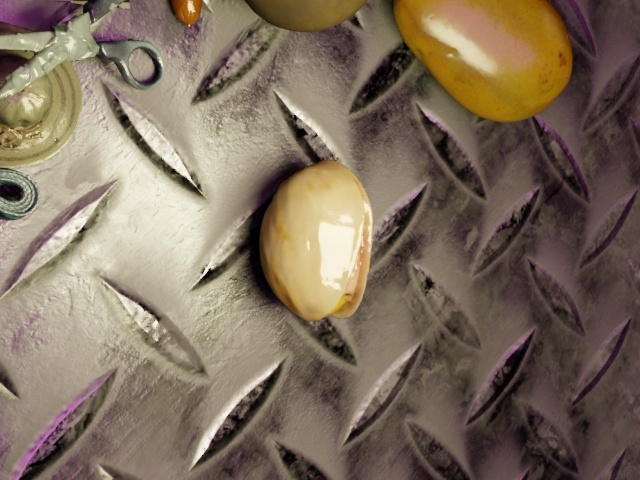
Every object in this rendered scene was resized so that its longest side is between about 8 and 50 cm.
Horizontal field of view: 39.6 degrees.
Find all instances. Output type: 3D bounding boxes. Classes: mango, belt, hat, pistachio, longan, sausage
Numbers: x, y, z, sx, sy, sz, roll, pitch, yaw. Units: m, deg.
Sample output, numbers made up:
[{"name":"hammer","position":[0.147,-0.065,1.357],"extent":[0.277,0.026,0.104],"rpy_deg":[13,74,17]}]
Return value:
[{"name":"mango","position":[0.345,-0.435,1.901],"extent":[0.446,0.232,0.300],"rpy_deg":[26,85,-23]},{"name":"belt","position":[-0.606,-0.100,1.429],"extent":[0.302,0.072,0.087],"rpy_deg":[16,83,-31]},{"name":"hat","position":[-0.499,-0.241,1.462],"extent":[0.252,0.110,0.252],"rpy_deg":[-3,95,-31]},{"name":"pistachio","position":[0.000,0.000,1.720],"extent":[0.230,0.230,0.309],"rpy_deg":[0,87,-32]},{"name":"longan","position":[-0.027,-0.538,1.622],"extent":[0.319,0.319,0.319],"rpy_deg":[-3,96,-31]},{"name":"sausage","position":[-0.244,-0.487,1.631],"extent":[0.062,0.054,0.183],"rpy_deg":[5,94,-4]}]

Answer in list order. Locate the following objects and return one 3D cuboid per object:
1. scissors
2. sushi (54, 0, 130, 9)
[{"name":"scissors","position":[-0.412,-0.334,1.464],"extent":[0.383,0.029,0.256],"rpy_deg":[-35,122,-47]},{"name":"sushi","position":[-0.410,-0.518,1.527],"extent":[0.192,0.050,0.215],"rpy_deg":[-1,94,-32]}]
